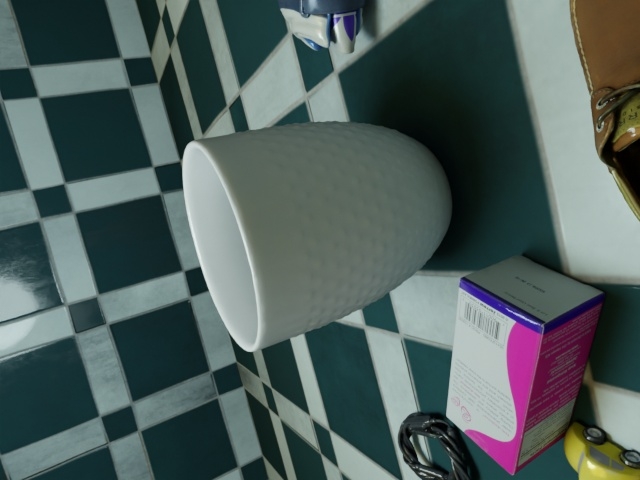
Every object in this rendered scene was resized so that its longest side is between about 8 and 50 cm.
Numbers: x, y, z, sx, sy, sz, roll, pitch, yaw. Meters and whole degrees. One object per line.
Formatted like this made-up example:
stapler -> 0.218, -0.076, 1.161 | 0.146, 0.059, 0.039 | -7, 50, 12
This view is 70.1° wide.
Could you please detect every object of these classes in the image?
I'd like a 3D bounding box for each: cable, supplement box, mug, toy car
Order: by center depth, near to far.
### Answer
toy car -> 0.367, 0.302, 0.448 | 0.239, 0.053, 0.225 | -38, 71, 63
supplement box -> 0.236, 0.147, 0.551 | 0.111, 0.113, 0.220 | 35, 134, 51
mug -> 0.000, 0.000, 0.685 | 0.276, 0.327, 0.374 | 57, 150, 31
cable -> 0.208, 0.395, 0.843 | 0.151, 0.047, 0.184 | 62, 150, 12

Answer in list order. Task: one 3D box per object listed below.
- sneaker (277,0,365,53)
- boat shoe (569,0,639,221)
sneaker -> 0.039, -0.394, 0.630 | 0.322, 0.130, 0.237 | 3, 117, 58
boat shoe -> 0.269, -0.100, 0.343 | 0.308, 0.104, 0.111 | 68, 154, 11
